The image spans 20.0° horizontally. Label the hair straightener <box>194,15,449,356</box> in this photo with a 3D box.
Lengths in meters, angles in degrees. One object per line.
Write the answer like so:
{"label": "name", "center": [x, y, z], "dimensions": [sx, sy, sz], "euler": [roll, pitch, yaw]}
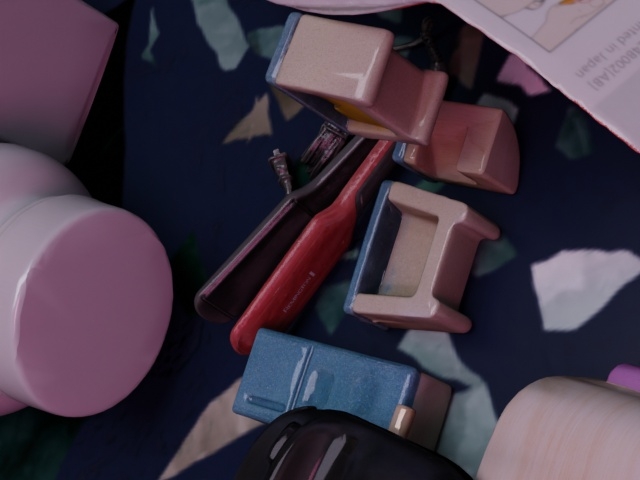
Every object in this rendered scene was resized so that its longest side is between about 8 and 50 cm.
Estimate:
{"label": "hair straightener", "center": [-0.004, -0.043, 1.105], "dimensions": [0.089, 0.047, 0.230], "euler": [38, 96, 39]}

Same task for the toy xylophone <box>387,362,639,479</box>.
{"label": "toy xylophone", "center": [0.098, 0.200, 0.909], "dimensions": [0.236, 0.081, 0.323], "euler": [27, 91, 53]}

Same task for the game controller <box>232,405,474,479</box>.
{"label": "game controller", "center": [-0.025, 0.246, 0.928], "dimensions": [0.166, 0.067, 0.319], "euler": [21, 87, 39]}

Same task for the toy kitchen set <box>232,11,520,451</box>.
{"label": "toy kitchen set", "center": [0.000, 0.000, 1.008], "dimensions": [0.122, 0.166, 0.207], "euler": [11, 79, 39]}

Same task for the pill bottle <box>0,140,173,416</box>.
{"label": "pill bottle", "center": [-0.251, 0.015, 1.182], "dimensions": [0.318, 0.176, 0.176], "euler": [14, 81, 39]}

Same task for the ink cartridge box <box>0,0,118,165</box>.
{"label": "ink cartridge box", "center": [-0.317, -0.154, 1.279], "dimensions": [0.278, 0.201, 0.117], "euler": [12, 80, 39]}

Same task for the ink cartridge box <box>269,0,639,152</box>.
{"label": "ink cartridge box", "center": [0.115, -0.208, 0.981], "dimensions": [0.308, 0.091, 0.385], "euler": [-39, 62, -25]}
